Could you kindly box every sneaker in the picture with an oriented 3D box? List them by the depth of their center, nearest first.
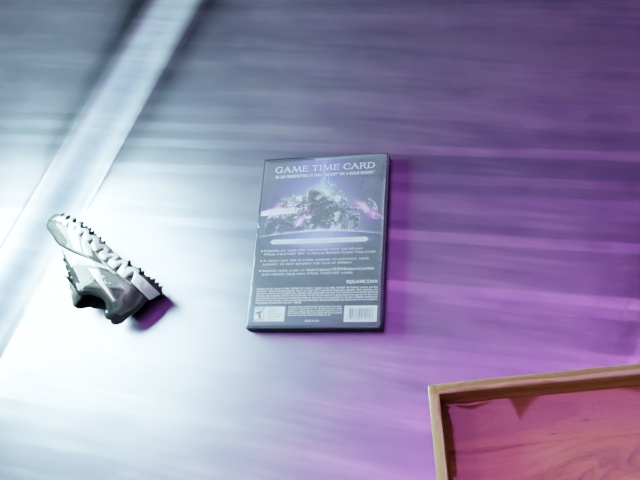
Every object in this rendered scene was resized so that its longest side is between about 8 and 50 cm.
[{"bbox_3d":[-0.353,0.045,1.186,0.234,0.078,0.106,34,76,23],"label":"sneaker"}]

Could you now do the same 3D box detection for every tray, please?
[{"bbox_3d":[0.343,0.254,0.912,0.411,0.076,0.202,-8,65,12],"label":"tray"}]

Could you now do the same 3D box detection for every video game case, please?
[{"bbox_3d":[0.000,0.000,1.144,0.196,0.026,0.274,-2,65,14],"label":"video game case"}]
